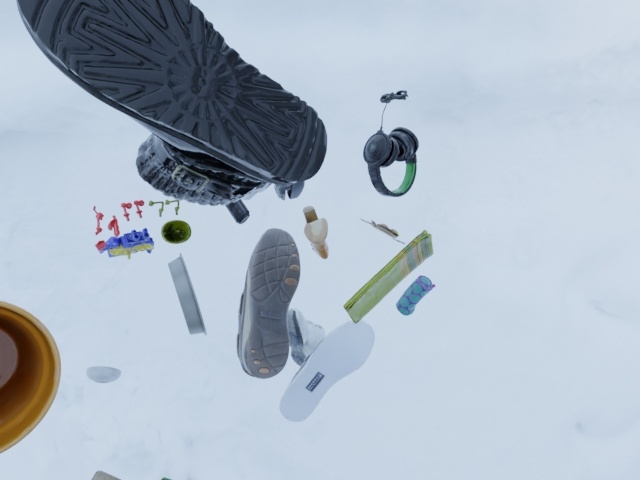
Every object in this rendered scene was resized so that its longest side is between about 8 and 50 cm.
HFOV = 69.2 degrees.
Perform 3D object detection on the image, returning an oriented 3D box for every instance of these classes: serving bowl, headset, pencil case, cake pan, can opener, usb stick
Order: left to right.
[{"bbox_3d":[-0.546,0.341,1.165,0.083,0.083,0.027,7,58,-13],"label":"serving bowl"},{"bbox_3d":[-0.453,0.189,1.568,0.054,0.293,0.293,-17,105,-18],"label":"cake pan"},{"bbox_3d":[-0.366,-0.189,1.806,0.077,0.045,0.278,-42,75,29],"label":"usb stick"},{"bbox_3d":[-0.087,-0.238,1.285,0.095,0.076,0.284,-11,132,-24],"label":"can opener"},{"bbox_3d":[0.290,-0.362,1.776,0.243,0.185,0.394,-23,108,-38],"label":"headset"},{"bbox_3d":[0.327,0.191,1.606,0.070,0.064,0.152,27,126,-6],"label":"pencil case"}]

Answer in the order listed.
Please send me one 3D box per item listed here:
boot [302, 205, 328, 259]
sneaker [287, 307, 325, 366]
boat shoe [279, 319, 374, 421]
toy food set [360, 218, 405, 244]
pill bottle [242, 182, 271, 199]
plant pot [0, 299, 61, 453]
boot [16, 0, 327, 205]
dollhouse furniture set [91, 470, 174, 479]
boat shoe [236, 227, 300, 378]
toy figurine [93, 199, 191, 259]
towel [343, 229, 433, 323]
[{"bbox_3d":[-0.001,0.000,1.950,0.104,0.295,0.211,-20,122,-1],"label":"boot"},{"bbox_3d":[-0.053,0.305,1.510,0.129,0.111,0.297,-49,143,-29],"label":"sneaker"},{"bbox_3d":[0.015,0.300,1.115,0.108,0.102,0.301,37,99,-3],"label":"boat shoe"},{"bbox_3d":[0.266,-0.051,1.922,0.192,0.132,0.039,29,92,-17],"label":"toy food set"},{"bbox_3d":[-0.201,-0.237,1.561,0.121,0.121,0.221,54,52,-16],"label":"pill bottle"},{"bbox_3d":[-0.487,0.181,0.649,0.205,0.188,0.205,3,84,-33],"label":"plant pot"},{"bbox_3d":[-0.188,-0.153,0.564,0.348,0.260,0.131,34,71,-30],"label":"boot"},{"bbox_3d":[-0.314,0.351,0.593,0.197,0.301,0.151,48,49,-32],"label":"dollhouse furniture set"},{"bbox_3d":[-0.141,0.141,1.091,0.132,0.130,0.356,22,63,-28],"label":"boat shoe"},{"bbox_3d":[-0.696,-0.023,1.723,0.362,0.217,0.191,-16,83,-50],"label":"toy figurine"},{"bbox_3d":[0.150,0.082,0.983,0.237,0.021,0.102,-42,145,-7],"label":"towel"}]
